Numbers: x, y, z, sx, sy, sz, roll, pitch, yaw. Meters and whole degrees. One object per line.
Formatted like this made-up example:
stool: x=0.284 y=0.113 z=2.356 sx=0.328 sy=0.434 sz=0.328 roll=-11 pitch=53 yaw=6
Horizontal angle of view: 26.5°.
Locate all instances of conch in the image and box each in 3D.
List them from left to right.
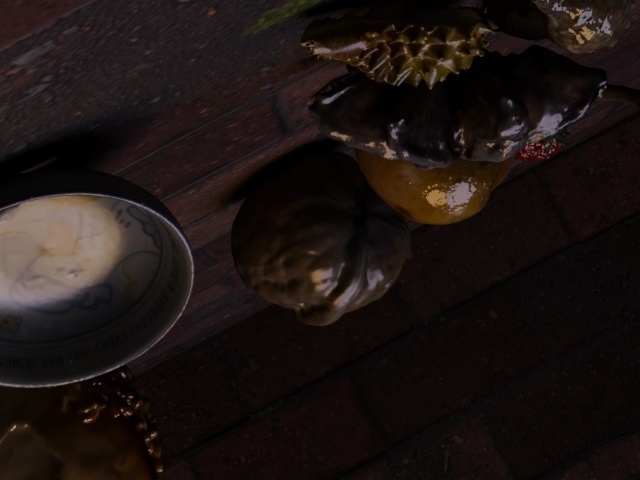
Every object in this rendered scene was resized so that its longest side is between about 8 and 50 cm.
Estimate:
conch: x=0.217 y=-0.245 z=1.354 sx=0.207 sy=0.130 sz=0.155 roll=4 pitch=148 yaw=-43

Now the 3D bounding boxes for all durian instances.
durian: x=0.069 y=-0.181 z=1.296 sx=0.224 sy=0.078 sz=0.140 roll=-13 pitch=-151 yaw=-33

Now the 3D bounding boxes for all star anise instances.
star anise: x=0.152 y=-0.131 z=1.415 sx=0.316 sy=0.139 sz=0.359 roll=-15 pitch=-157 yaw=-7

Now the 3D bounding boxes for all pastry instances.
pastry: x=-0.333 y=0.215 z=1.572 sx=0.245 sy=0.409 sz=0.409 roll=-42 pitch=176 yaw=-13

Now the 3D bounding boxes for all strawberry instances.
strawberry: x=0.355 y=-0.188 z=2.378 sx=0.131 sy=0.131 sz=0.148 roll=-22 pitch=163 yaw=-43

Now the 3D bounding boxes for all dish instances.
dish: x=-0.272 y=0.010 z=1.342 sx=0.273 sy=0.134 sz=0.273 roll=-14 pitch=139 yaw=-12

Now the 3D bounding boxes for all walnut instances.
walnut: x=-0.001 y=-0.002 z=1.901 sx=0.248 sy=0.248 sz=0.248 roll=-28 pitch=173 yaw=-3

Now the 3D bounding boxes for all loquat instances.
loquat: x=0.153 y=-0.122 z=1.712 sx=0.213 sy=0.213 sz=0.213 roll=-28 pitch=173 yaw=-3

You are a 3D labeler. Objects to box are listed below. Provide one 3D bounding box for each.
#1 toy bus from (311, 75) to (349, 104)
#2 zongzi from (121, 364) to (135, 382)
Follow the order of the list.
toy bus: x=0.043 y=-0.163 z=1.597 sx=0.102 sy=0.052 sz=0.058 roll=-18 pitch=171 yaw=-47
zongzi: x=-0.474 y=0.246 z=2.043 sx=0.362 sy=0.319 sz=0.383 roll=-19 pitch=158 yaw=12
